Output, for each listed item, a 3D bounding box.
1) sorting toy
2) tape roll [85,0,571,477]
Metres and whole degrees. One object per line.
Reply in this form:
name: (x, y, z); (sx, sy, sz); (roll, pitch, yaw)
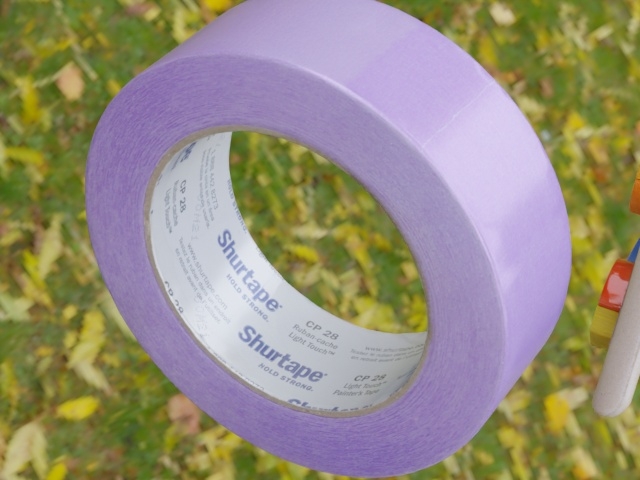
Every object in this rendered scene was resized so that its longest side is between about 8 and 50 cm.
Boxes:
sorting toy: (0.213, -0.004, 1.035); (0.038, 0.193, 0.208); (18, 16, 12)
tape roll: (0.000, 0.000, 0.928); (0.275, 0.275, 0.090); (54, 45, -7)
